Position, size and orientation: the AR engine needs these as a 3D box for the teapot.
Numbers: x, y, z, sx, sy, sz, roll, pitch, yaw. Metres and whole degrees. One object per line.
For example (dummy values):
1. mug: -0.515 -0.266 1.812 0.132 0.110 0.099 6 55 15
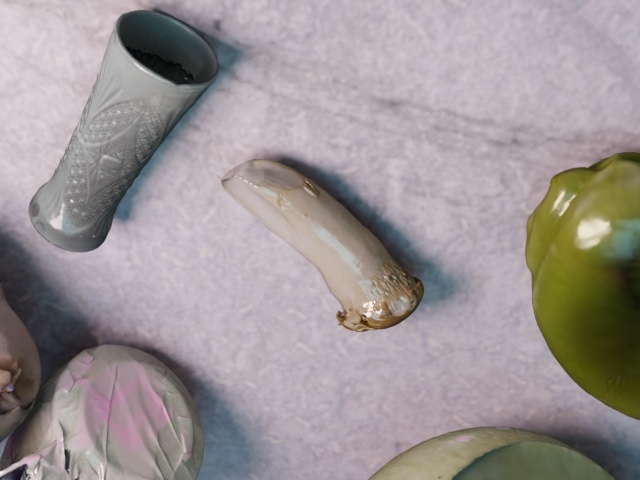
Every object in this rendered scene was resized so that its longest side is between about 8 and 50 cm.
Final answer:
1. teapot: -0.227 0.220 1.733 0.163 0.221 0.178 40 136 -13

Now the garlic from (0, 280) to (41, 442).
1. garlic: -0.412 0.100 1.635 0.322 0.322 0.241 28 141 -12

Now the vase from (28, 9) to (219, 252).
1. vase: -0.177 -0.087 1.596 0.096 0.096 0.219 27 125 -12

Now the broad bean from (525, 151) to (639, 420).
1. broad bean: 0.301 0.044 1.614 0.238 0.119 0.291 -22 120 19

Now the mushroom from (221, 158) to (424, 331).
1. mushroom: 0.000 0.000 1.650 0.209 0.071 0.084 45 149 -18

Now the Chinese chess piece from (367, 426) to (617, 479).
1. Chinese chess piece: 0.157 0.347 1.707 0.349 0.349 0.146 42 153 -20
